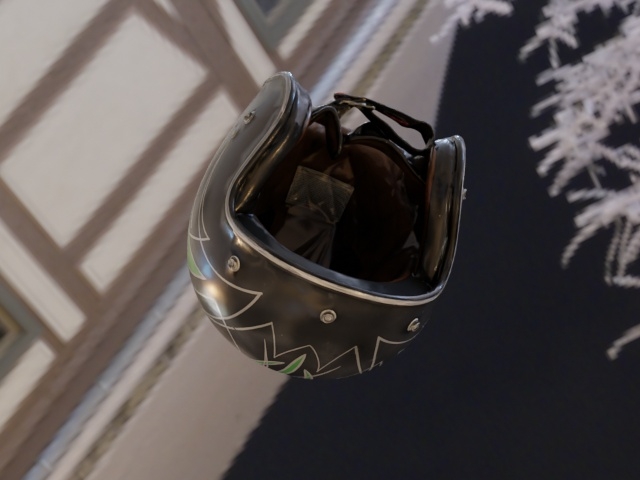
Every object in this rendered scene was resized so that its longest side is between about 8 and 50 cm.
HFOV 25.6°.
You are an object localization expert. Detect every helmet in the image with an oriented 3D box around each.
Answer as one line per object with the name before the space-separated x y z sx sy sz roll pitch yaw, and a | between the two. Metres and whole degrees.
helmet | 0.000 0.000 0.818 0.169 0.169 0.161 7 -104 43
